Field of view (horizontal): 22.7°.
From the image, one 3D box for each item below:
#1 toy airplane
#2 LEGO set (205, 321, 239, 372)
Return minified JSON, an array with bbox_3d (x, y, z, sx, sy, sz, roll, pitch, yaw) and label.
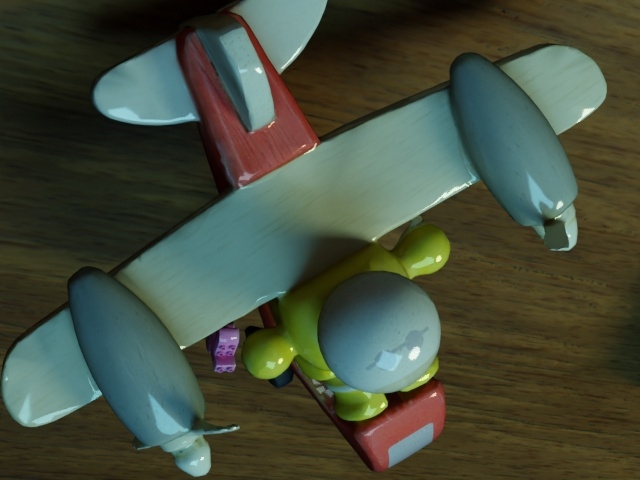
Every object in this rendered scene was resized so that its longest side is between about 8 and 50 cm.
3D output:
[{"bbox_3d":[0.000,0.000,1.164,0.384,0.272,0.386,14,110,-31],"label":"toy airplane"},{"bbox_3d":[-0.036,0.044,1.413,0.087,0.093,0.227,0,141,-19],"label":"LEGO set"}]
